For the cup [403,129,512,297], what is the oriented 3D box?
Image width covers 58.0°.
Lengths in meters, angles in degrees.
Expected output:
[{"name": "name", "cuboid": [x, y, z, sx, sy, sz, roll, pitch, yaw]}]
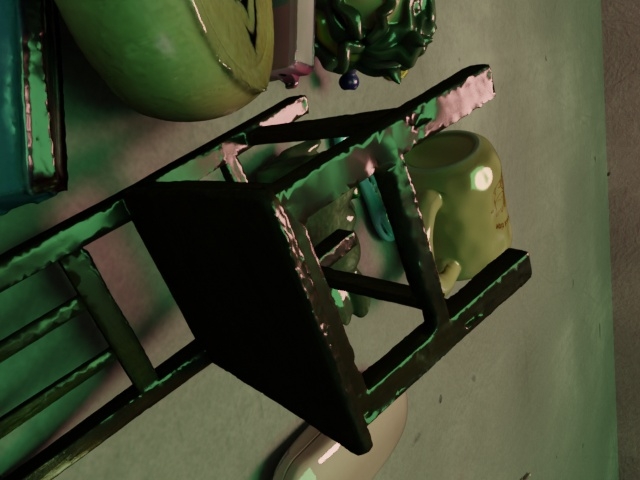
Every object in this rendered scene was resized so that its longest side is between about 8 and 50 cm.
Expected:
[{"name": "cup", "cuboid": [0.185, -0.038, 0.927, 0.255, 0.173, 0.202, -38, 125, -24]}]

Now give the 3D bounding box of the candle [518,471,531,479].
[{"name": "candle", "cuboid": [0.348, 0.620, 1.139, 0.187, 0.187, 0.330, 20, 74, -53]}]

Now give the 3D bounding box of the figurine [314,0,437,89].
[{"name": "figurine", "cuboid": [0.062, -0.376, 0.681, 0.186, 0.261, 0.382, -35, 131, -74]}]

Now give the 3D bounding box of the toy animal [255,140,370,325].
[{"name": "toy animal", "cuboid": [-0.005, -0.008, 0.718, 0.138, 0.108, 0.236, -20, 125, -22]}]

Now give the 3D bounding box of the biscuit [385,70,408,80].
[{"name": "biscuit", "cuboid": [0.120, -0.301, 0.931, 0.084, 0.023, 0.084, -2, 93, -54]}]

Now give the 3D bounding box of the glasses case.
[{"name": "glasses case", "cuboid": [0.037, 0.282, 0.792, 0.297, 0.075, 0.113, -27, 114, -50]}]

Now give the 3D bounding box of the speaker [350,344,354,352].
[{"name": "speaker", "cuboid": [-0.006, 0.159, 0.757, 0.094, 0.060, 0.075, -43, 134, 0]}]

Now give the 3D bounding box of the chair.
[{"name": "chair", "cuboid": [-0.067, 0.047, 0.424, 0.416, 0.240, 0.203, -38, 122, -32]}]

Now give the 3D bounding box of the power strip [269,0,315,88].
[{"name": "power strip", "cuboid": [-0.056, -0.302, 0.615, 0.037, 0.109, 0.279, 1, 91, -56]}]

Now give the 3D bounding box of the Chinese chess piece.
[{"name": "Chinese chess piece", "cuboid": [-0.119, -0.224, 0.475, 0.250, 0.101, 0.250, -8, 90, -76]}]

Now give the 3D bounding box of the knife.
[{"name": "knife", "cuboid": [0.075, -0.082, 0.868, 0.222, 0.031, 0.064, 58, 46, -37]}]

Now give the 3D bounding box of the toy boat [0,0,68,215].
[{"name": "toy boat", "cuboid": [-0.234, -0.129, 0.404, 0.097, 0.100, 0.223, -4, 88, -18]}]
